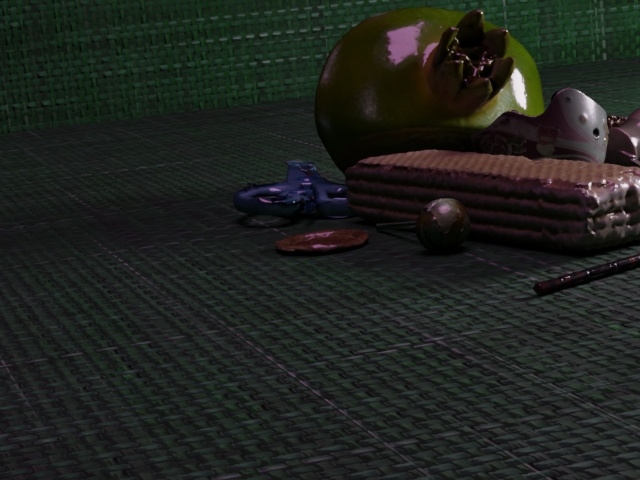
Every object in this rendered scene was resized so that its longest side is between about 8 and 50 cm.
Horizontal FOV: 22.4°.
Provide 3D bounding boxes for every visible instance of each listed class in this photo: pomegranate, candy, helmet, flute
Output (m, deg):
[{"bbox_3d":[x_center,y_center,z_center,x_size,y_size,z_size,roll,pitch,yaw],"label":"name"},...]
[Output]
[{"bbox_3d":[0.154,-0.212,2.113,0.309,0.216,0.358,5,-23,-13],"label":"pomegranate"},{"bbox_3d":[0.104,-0.016,1.797,0.061,0.061,0.202,-10,3,-22],"label":"candy"},{"bbox_3d":[0.274,-0.102,1.981,0.176,0.107,0.153,-21,-15,15],"label":"helmet"},{"bbox_3d":[0.302,0.020,1.562,0.269,0.014,0.014,-13,13,-37],"label":"flute"}]

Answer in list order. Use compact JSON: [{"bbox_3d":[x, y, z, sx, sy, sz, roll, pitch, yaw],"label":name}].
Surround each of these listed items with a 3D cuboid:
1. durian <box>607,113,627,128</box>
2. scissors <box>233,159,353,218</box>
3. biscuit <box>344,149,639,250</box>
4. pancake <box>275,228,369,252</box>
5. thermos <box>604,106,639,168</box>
[{"bbox_3d":[0.399,-0.138,2.228,0.140,0.071,0.110,8,16,33],"label":"durian"},{"bbox_3d":[-0.025,-0.069,2.157,0.180,0.032,0.393,1,10,-3],"label":"scissors"},{"bbox_3d":[0.203,-0.051,1.822,0.144,0.079,0.426,-11,12,-33],"label":"biscuit"},{"bbox_3d":[0.000,0.001,1.827,0.114,0.011,0.115,-6,9,1],"label":"pancake"},{"bbox_3d":[0.450,-0.125,2.080,0.193,0.105,0.137,-18,47,-36],"label":"thermos"}]
